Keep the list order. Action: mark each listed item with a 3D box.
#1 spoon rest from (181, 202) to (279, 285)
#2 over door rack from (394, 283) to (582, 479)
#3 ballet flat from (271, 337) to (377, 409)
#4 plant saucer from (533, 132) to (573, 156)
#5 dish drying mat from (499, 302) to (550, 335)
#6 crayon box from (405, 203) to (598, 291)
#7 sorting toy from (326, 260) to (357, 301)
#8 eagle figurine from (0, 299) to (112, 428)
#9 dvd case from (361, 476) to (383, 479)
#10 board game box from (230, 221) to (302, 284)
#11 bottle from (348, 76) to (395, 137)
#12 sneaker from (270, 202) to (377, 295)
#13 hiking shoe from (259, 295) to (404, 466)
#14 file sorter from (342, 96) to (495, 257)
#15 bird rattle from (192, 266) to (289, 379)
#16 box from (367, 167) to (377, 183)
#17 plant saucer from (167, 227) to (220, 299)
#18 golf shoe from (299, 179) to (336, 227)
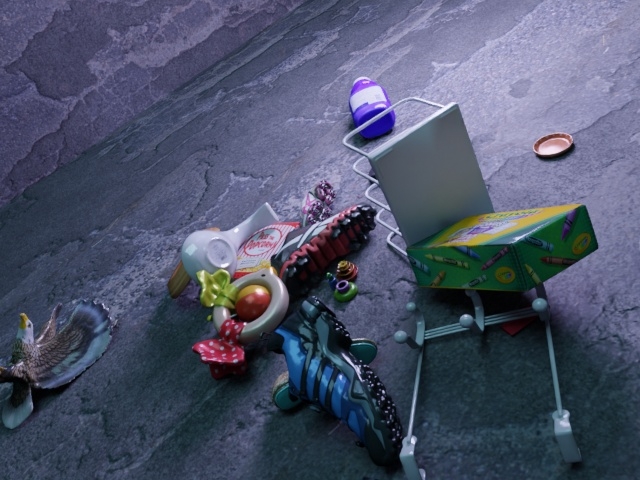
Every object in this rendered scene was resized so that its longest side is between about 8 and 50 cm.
[{"bbox_3d":[-0.209,0.010,1.432,0.084,0.137,0.276,-27,10,46],"label":"spoon rest"},{"bbox_3d":[0.236,0.182,0.941,0.239,0.108,0.324,-18,34,23],"label":"over door rack"},{"bbox_3d":[0.002,0.223,1.106,0.206,0.073,0.067,-26,18,-4],"label":"ballet flat"},{"bbox_3d":[0.512,-0.208,1.376,0.083,0.013,0.083,-18,34,13],"label":"plant saucer"},{"bbox_3d":[0.341,0.128,1.042,0.083,0.008,0.032,-34,32,-8],"label":"dish drying mat"},{"bbox_3d":[0.293,0.014,1.054,0.165,0.081,0.278,-25,8,-25],"label":"crayon box"},{"bbox_3d":[0.044,0.079,1.293,0.061,0.042,0.102,-15,35,19],"label":"sorting toy"},{"bbox_3d":[-0.656,0.261,1.462,0.226,0.225,0.298,41,30,15],"label":"eagle figurine"},{"bbox_3d":[0.125,0.402,0.812,0.221,0.018,0.164,-3,39,34],"label":"dvd case"},{"bbox_3d":[-0.139,0.037,1.480,0.146,0.045,0.193,-2,40,34],"label":"board game box"},{"bbox_3d":[0.142,-0.400,1.835,0.118,0.092,0.283,-22,33,8],"label":"bottle"},{"bbox_3d":[0.000,0.000,1.381,0.276,0.098,0.135,-40,37,-16],"label":"sneaker"},{"bbox_3d":[0.021,0.239,1.001,0.132,0.113,0.304,-38,53,6],"label":"hiking shoe"},{"bbox_3d":[0.190,-0.119,1.245,0.193,0.278,0.173,-34,31,-10],"label":"file sorter"},{"bbox_3d":[-0.162,0.144,1.254,0.207,0.143,0.253,-28,33,6],"label":"bird rattle"},{"bbox_3d":[0.206,-0.195,1.566,0.162,0.029,0.116,-5,38,29],"label":"box"},{"bbox_3d":[-0.310,0.048,1.504,0.200,0.037,0.200,-52,14,18],"label":"plant saucer"},{"bbox_3d":[-0.015,-0.066,1.528,0.086,0.067,0.186,-36,22,34],"label":"golf shoe"}]
